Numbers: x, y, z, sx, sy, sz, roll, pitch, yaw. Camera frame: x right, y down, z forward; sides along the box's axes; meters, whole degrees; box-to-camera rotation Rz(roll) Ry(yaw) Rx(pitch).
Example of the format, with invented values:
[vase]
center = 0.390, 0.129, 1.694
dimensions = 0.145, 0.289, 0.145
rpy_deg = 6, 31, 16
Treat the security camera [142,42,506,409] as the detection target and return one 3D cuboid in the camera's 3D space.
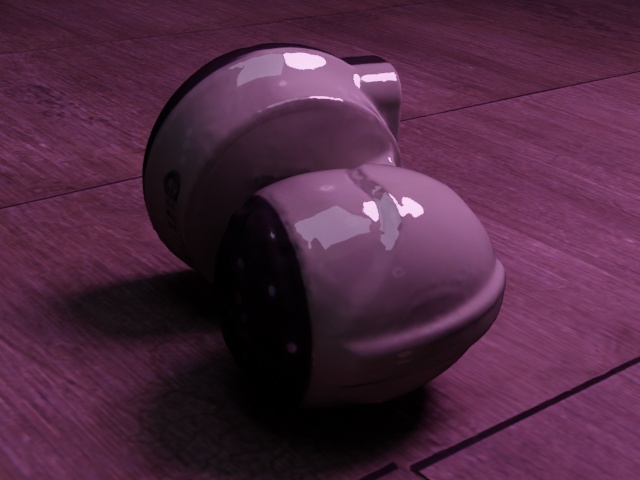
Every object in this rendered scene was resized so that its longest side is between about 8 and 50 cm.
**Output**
[security camera]
center = 0.000, 0.000, 0.695
dimensions = 0.191, 0.197, 0.277
rpy_deg = -8, 35, -23
